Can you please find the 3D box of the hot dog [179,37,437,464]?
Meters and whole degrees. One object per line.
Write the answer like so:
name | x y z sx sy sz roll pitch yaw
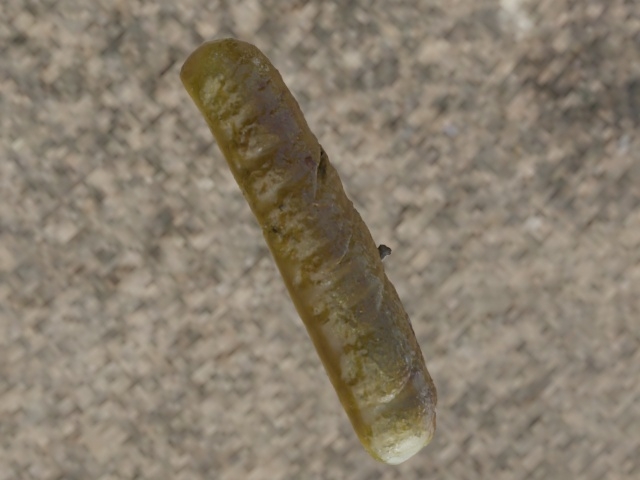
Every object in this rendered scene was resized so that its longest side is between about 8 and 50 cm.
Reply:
hot dog | -0.003 0.002 1.114 0.061 0.286 0.088 -30 175 20
